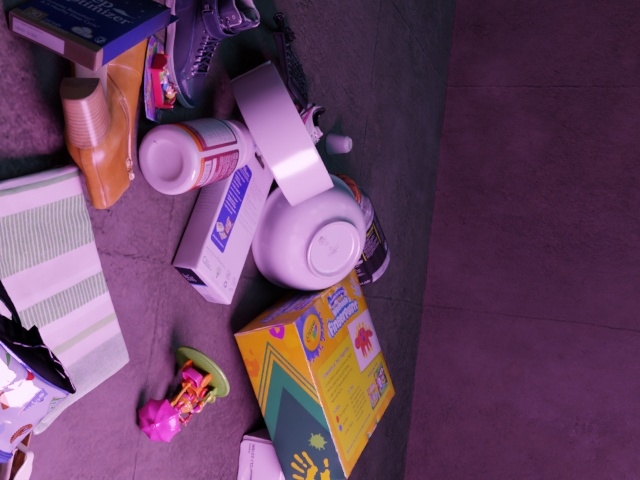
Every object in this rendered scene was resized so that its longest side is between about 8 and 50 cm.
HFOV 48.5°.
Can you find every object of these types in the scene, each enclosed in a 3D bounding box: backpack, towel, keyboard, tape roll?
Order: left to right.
[{"bbox_3d":[-0.401,0.121,0.736,0.213,0.276,0.263,-50,139,-12],"label":"backpack"},{"bbox_3d":[-0.373,0.068,0.989,0.248,0.038,0.325,-42,122,-67],"label":"towel"},{"bbox_3d":[-0.078,-0.217,1.457,0.286,0.100,0.286,63,3,-7],"label":"tape roll"},{"bbox_3d":[-0.065,-0.411,1.595,0.317,0.033,0.202,-19,95,-85],"label":"keyboard"}]

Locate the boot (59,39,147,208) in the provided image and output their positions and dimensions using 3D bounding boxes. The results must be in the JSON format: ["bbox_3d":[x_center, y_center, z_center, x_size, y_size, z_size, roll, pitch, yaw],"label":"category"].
[{"bbox_3d":[-0.322,-0.210,1.090,0.211,0.104,0.295,95,1,-48],"label":"boot"}]

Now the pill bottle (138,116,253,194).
[{"bbox_3d":[-0.217,-0.160,1.290,0.221,0.121,0.121,-31,123,-63],"label":"pill bottle"}]

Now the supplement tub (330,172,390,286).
[{"bbox_3d":[0.065,-0.026,1.903,0.316,0.193,0.194,64,38,-52],"label":"supplement tub"}]

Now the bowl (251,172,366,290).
[{"bbox_3d":[0.000,0.000,1.640,0.297,0.134,0.298,-14,118,-29],"label":"bowl"}]

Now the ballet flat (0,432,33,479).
[{"bbox_3d":[-0.414,0.266,0.968,0.080,0.073,0.232,27,69,-65],"label":"ballet flat"}]

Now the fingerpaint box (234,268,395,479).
[{"bbox_3d":[0.004,0.307,1.719,0.445,0.163,0.371,-36,110,-66],"label":"fingerpaint box"}]

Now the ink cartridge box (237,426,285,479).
[{"bbox_3d":[-0.092,0.565,1.754,0.273,0.114,0.197,10,85,-66],"label":"ink cartridge box"}]

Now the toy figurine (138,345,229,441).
[{"bbox_3d":[-0.270,0.307,1.322,0.159,0.130,0.173,-47,163,-36],"label":"toy figurine"}]

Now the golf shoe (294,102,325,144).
[{"bbox_3d":[-0.040,-0.254,1.745,0.067,0.086,0.186,37,62,-66],"label":"golf shoe"}]

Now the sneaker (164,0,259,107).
[{"bbox_3d":[-0.191,-0.348,1.265,0.086,0.163,0.226,-36,128,-63],"label":"sneaker"}]

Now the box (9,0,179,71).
[{"bbox_3d":[-0.311,-0.322,1.013,0.225,0.136,0.036,-57,170,-50],"label":"box"}]

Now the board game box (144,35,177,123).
[{"bbox_3d":[-0.261,-0.266,1.189,0.169,0.033,0.133,-122,-144,-85],"label":"board game box"}]

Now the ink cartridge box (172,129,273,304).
[{"bbox_3d":[-0.189,-0.053,1.457,0.165,0.065,0.333,59,43,-54],"label":"ink cartridge box"}]

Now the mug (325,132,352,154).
[{"bbox_3d":[0.057,-0.274,2.000,0.078,0.064,0.062,-50,138,-55],"label":"mug"}]
